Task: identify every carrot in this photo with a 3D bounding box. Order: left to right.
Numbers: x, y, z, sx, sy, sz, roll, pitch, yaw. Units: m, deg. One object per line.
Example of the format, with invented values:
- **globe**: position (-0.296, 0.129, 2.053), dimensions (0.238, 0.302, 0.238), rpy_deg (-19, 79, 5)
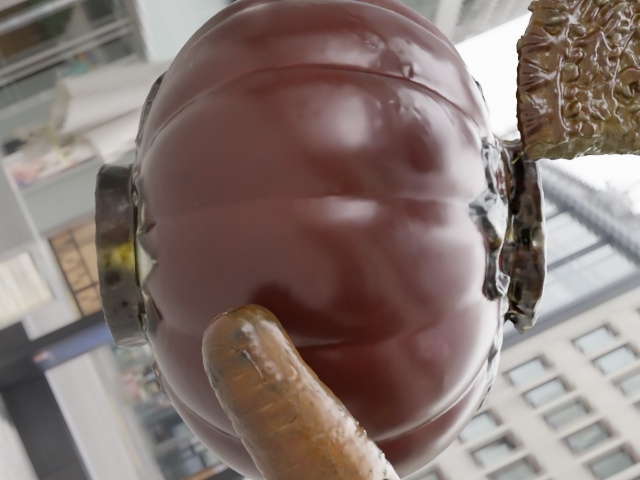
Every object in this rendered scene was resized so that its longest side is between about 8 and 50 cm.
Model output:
- **carrot**: position (0.004, 0.110, 0.683), dimensions (0.186, 0.060, 0.060), rpy_deg (59, -8, 0)

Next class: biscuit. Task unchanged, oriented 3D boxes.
- **biscuit**: position (0.185, -0.102, 0.730), dimensions (0.025, 0.206, 0.126), rpy_deg (150, -68, -67)

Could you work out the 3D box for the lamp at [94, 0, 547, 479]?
- **lamp**: position (0.000, 0.000, 0.858), dimensions (0.303, 0.257, 0.303), rpy_deg (177, -90, -90)
